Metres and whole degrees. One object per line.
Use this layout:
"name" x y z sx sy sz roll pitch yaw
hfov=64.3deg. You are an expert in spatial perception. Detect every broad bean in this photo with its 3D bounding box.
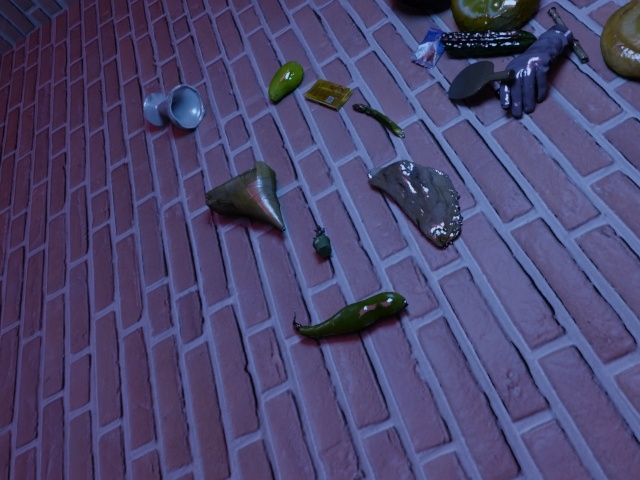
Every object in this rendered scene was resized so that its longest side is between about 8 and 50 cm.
"broad bean" 0.064 0.184 1.255 0.318 0.056 0.098 -12 58 23

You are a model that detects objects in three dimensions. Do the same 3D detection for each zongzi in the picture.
"zongzi" -0.223 -0.088 1.542 0.228 0.115 0.256 -27 63 15

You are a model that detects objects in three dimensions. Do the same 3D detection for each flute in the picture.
"flute" 0.686 -0.573 1.414 0.027 0.027 0.233 -20 54 15

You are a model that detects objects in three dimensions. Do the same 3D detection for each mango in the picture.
"mango" -0.126 -0.558 1.785 0.091 0.074 0.165 31 79 35

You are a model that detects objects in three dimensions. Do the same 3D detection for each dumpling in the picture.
"dumpling" 0.263 -0.137 1.333 0.166 0.086 0.332 -43 56 1

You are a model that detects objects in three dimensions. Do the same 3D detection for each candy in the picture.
"candy" 0.523 -0.731 1.536 0.260 0.118 0.259 -14 57 22
"candy" 0.348 -0.604 1.600 0.088 0.038 0.136 31 85 23

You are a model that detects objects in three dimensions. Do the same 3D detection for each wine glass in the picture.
"wine glass" -0.560 -0.501 1.921 0.196 0.165 0.165 9 66 34

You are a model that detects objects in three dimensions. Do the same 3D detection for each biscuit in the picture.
"biscuit" 0.819 -0.504 1.266 0.213 0.091 0.274 -19 57 14

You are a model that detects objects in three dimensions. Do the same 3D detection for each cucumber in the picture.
"cucumber" 0.488 -0.580 1.488 0.265 0.077 0.077 10 66 32

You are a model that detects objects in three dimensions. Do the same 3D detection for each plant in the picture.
"plant" 0.000 0.000 1.404 0.051 0.051 0.102 -29 40 9

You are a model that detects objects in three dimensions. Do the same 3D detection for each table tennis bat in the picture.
"table tennis bat" 0.440 -0.444 1.405 0.131 0.022 0.234 -58 26 -4

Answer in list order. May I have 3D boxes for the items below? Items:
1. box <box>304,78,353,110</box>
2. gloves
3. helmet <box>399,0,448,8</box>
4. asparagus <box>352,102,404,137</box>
"box" 0.026 -0.487 1.699 0.156 0.022 0.089 29 79 36
"gloves" 0.566 -0.459 1.369 0.285 0.119 0.142 -59 23 -10
"helmet" 0.349 -0.871 1.663 0.225 0.177 0.305 -61 26 26
"asparagus" 0.176 -0.374 1.551 0.034 0.027 0.236 -51 52 7
